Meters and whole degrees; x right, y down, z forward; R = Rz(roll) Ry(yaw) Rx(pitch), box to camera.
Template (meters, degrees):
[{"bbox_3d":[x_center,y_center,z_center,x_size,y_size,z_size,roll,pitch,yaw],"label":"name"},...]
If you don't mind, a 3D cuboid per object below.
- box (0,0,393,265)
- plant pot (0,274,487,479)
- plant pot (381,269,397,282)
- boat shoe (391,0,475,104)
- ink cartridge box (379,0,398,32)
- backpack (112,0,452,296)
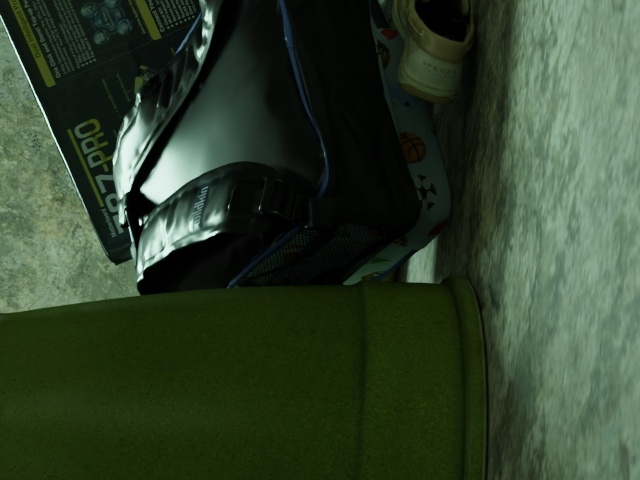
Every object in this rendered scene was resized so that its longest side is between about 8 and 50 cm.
[{"bbox_3d":[-0.124,-0.219,1.344,0.097,0.318,0.395,122,123,-81],"label":"box"},{"bbox_3d":[-0.098,0.183,0.998,0.366,0.353,0.366,-173,90,-86],"label":"plant pot"},{"bbox_3d":[0.022,0.017,1.419,0.095,0.134,0.134,-50,22,32],"label":"plant pot"},{"bbox_3d":[0.091,-0.167,1.112,0.170,0.063,0.059,-90,19,-52],"label":"boat shoe"},{"bbox_3d":[0.019,-0.167,1.554,0.206,0.045,0.208,-44,-22,-36],"label":"ink cartridge box"},{"bbox_3d":[-0.042,-0.058,1.157,0.263,0.213,0.276,-36,51,39],"label":"backpack"}]
